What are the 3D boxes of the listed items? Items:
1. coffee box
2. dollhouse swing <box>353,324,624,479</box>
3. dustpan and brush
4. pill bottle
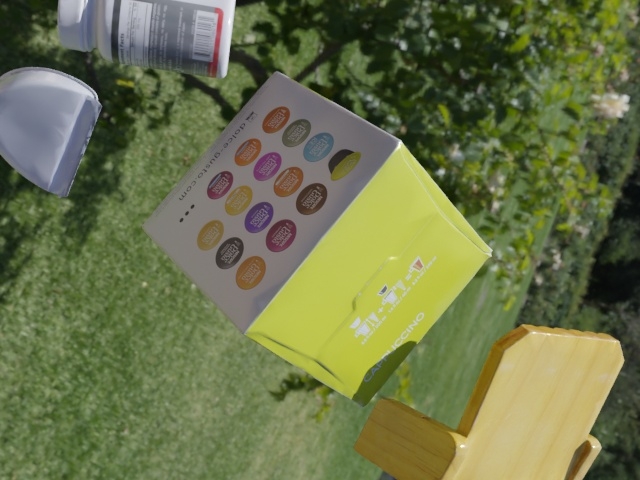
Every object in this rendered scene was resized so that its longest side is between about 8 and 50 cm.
[{"bbox_3d":[0.000,0.000,1.267,0.338,0.334,0.338,-50,136,-1],"label":"coffee box"},{"bbox_3d":[0.297,0.272,1.391,0.346,0.315,0.305,9,94,-32],"label":"dollhouse swing"},{"bbox_3d":[-0.373,-0.161,0.949,0.147,0.211,0.060,-60,-169,26],"label":"dustpan and brush"},{"bbox_3d":[-0.295,-0.379,1.372,0.161,0.283,0.161,-173,-90,-82],"label":"pill bottle"}]
